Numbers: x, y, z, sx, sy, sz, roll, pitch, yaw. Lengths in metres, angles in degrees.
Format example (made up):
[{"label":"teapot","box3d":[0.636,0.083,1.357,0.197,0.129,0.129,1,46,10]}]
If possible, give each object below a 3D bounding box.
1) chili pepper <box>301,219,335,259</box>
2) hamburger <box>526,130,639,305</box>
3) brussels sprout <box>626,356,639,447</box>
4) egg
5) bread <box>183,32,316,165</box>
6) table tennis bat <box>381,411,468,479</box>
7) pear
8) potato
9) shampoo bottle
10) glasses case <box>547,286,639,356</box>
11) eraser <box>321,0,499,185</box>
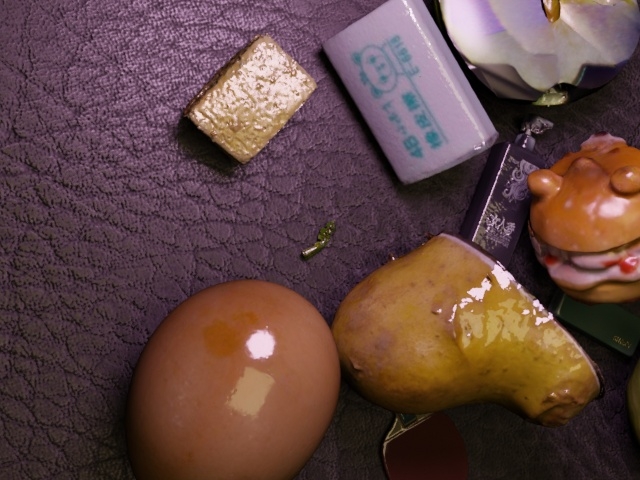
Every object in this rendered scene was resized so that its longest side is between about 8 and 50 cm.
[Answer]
[{"label":"chili pepper","box3d":[0.000,0.000,1.684,0.027,0.022,0.083,44,80,-14]},{"label":"hamburger","box3d":[0.478,-0.050,1.693,0.276,0.276,0.236,-40,123,-16]},{"label":"brussels sprout","box3d":[0.716,0.306,1.800,0.328,0.247,0.327,0,91,-16]},{"label":"egg","box3d":[-0.136,0.236,1.484,0.301,0.301,0.373,37,82,-14]},{"label":"bread","box3d":[-0.118,-0.228,1.611,0.138,0.102,0.196,42,79,-10]},{"label":"table tennis bat","box3d":[0.164,0.340,1.728,0.154,0.021,0.274,-28,98,-19]},{"label":"pear","box3d":[0.352,-0.412,1.739,0.399,0.165,0.398,1,88,-19]},{"label":"potato","box3d":[0.206,0.201,1.614,0.296,0.290,0.397,-39,83,-13]},{"label":"shampoo bottle","box3d":[0.330,-0.084,1.773,0.098,0.071,0.309,25,79,-13]},{"label":"glasses case","box3d":[0.512,0.143,1.840,0.184,0.039,0.077,28,80,-16]},{"label":"eraser","box3d":[0.150,-0.252,1.662,0.290,0.189,0.104,58,40,-8]}]
